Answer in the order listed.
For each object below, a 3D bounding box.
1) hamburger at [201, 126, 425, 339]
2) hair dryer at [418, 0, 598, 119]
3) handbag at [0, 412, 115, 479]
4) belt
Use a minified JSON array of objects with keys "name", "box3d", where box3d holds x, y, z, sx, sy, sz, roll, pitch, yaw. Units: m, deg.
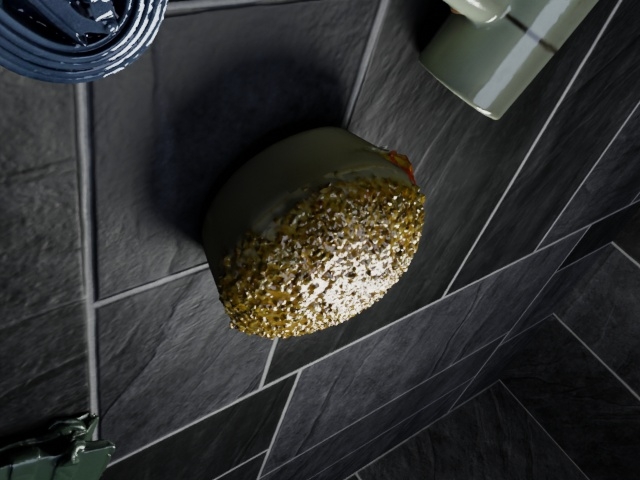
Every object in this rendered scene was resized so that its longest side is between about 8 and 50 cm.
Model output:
[{"name":"hamburger","box3d":[0.000,0.000,0.785,0.294,0.179,0.276,-25,150,-27]},{"name":"hair dryer","box3d":[0.142,-0.270,0.654,0.362,0.128,0.203,10,126,-46]},{"name":"handbag","box3d":[-0.442,0.364,0.885,0.247,0.079,0.260,-7,137,-47]},{"name":"belt","box3d":[-0.180,-0.189,0.393,0.141,0.082,0.190,-37,153,0]}]
